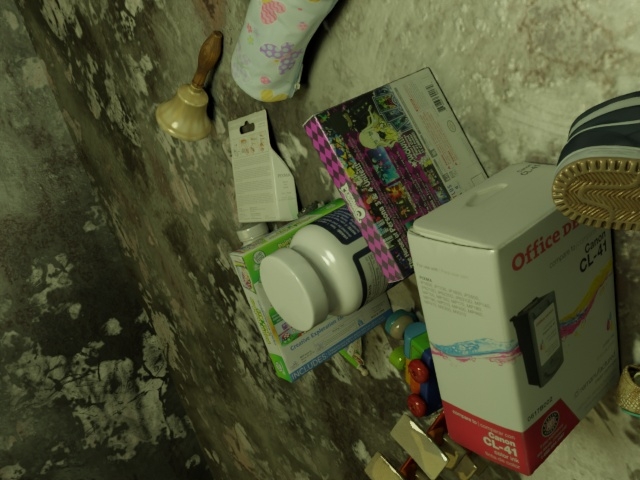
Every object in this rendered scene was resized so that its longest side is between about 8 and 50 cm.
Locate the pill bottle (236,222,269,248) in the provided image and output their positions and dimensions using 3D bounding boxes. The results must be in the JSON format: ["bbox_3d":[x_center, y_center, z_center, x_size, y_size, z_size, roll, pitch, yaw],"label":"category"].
[{"bbox_3d":[-0.126,0.043,1.416,0.094,0.094,0.169,-3,112,57],"label":"pill bottle"}]

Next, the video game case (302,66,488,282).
[{"bbox_3d":[0.117,-0.093,0.828,0.232,0.210,0.042,61,150,-1],"label":"video game case"}]

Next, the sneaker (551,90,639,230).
[{"bbox_3d":[0.373,-0.067,0.600,0.282,0.153,0.099,12,128,14],"label":"sneaker"}]

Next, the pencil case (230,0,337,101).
[{"bbox_3d":[-0.058,-0.336,0.984,0.124,0.113,0.273,46,148,6],"label":"pencil case"}]

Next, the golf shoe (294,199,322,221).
[{"bbox_3d":[0.000,0.000,1.218,0.094,0.077,0.198,41,158,23],"label":"golf shoe"}]

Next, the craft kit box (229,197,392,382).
[{"bbox_3d":[-0.008,0.082,1.121,0.061,0.250,0.246,10,122,55],"label":"craft kit box"}]

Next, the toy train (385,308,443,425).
[{"bbox_3d":[0.177,0.250,1.140,0.143,0.105,0.248,44,147,45],"label":"toy train"}]

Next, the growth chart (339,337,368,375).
[{"bbox_3d":[0.032,0.172,1.334,0.172,0.021,0.237,35,150,36],"label":"growth chart"}]

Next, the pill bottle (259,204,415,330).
[{"bbox_3d":[0.047,0.024,0.973,0.153,0.265,0.153,36,141,36],"label":"pill bottle"}]

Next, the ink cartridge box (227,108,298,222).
[{"bbox_3d":[-0.125,-0.150,1.321,0.181,0.056,0.224,1,97,56],"label":"ink cartridge box"}]

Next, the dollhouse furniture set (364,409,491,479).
[{"bbox_3d":[0.207,0.275,0.989,0.135,0.262,0.259,42,111,32],"label":"dollhouse furniture set"}]

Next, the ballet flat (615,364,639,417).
[{"bbox_3d":[0.439,0.185,0.722,0.206,0.073,0.067,2,102,52],"label":"ballet flat"}]

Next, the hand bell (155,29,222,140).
[{"bbox_3d":[-0.254,-0.335,1.312,0.126,0.126,0.242,52,137,15],"label":"hand bell"}]

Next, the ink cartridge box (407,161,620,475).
[{"bbox_3d":[0.247,0.087,0.767,0.131,0.226,0.306,17,129,49],"label":"ink cartridge box"}]
